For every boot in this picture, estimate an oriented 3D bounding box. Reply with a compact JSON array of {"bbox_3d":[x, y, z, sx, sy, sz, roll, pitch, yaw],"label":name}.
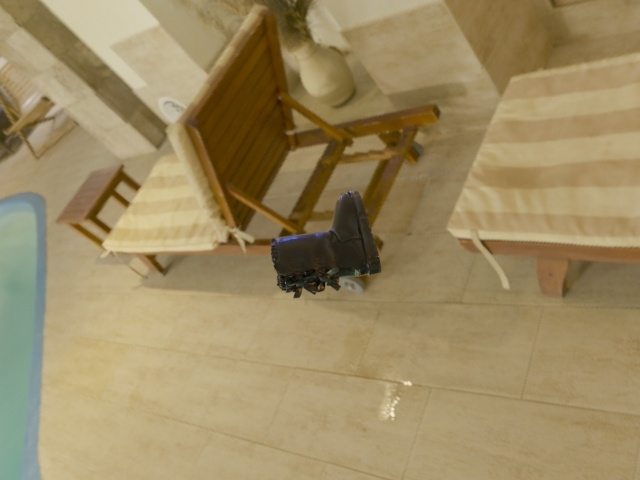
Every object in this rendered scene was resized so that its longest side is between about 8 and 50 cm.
[{"bbox_3d":[0.000,0.000,0.602,0.099,0.045,0.121,-11,44,-2],"label":"boot"}]
